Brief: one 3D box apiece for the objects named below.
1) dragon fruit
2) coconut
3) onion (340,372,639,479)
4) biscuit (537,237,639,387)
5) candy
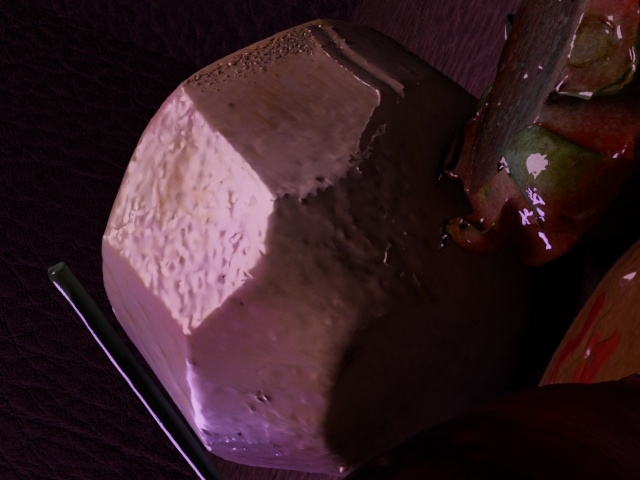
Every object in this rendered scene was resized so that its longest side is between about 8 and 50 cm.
[{"bbox_3d":[0.180,-0.107,1.066,0.268,0.130,0.295,119,168,-51],"label":"dragon fruit"},{"bbox_3d":[0.000,0.000,1.244,0.352,0.353,0.352,-160,90,-82],"label":"coconut"},{"bbox_3d":[0.088,0.221,0.536,0.348,0.285,0.347,-35,-36,-32],"label":"onion"},{"bbox_3d":[0.160,0.129,0.930,0.257,0.049,0.273,-95,25,-72],"label":"biscuit"},{"bbox_3d":[-0.094,0.193,1.339,0.119,0.440,0.119,-28,21,12],"label":"candy"}]
